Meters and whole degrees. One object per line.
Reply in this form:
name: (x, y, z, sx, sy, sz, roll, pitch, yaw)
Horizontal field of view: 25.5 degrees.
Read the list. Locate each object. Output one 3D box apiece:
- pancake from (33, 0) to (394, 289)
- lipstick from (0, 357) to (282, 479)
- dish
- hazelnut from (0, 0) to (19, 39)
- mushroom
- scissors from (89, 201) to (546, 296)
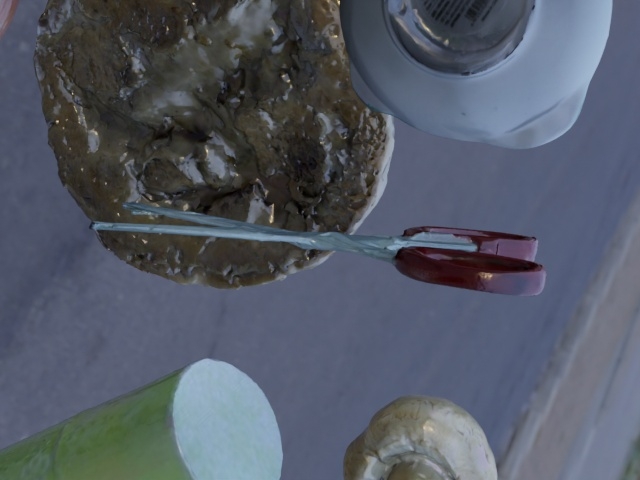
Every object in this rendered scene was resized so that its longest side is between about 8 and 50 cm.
pancake: (-0.099, -0.132, 1.273, 0.082, 0.387, 0.387, -37, 144, -54)
lipstick: (-0.155, 0.140, 0.663, 0.076, 0.304, 0.076, 37, 40, -39)
dish: (0.113, -0.174, 0.973, 0.246, 0.224, 0.078, -38, 176, 16)
hazelnut: (-0.424, -0.268, 1.485, 0.176, 0.214, 0.214, -101, -154, -72)
mushroom: (0.093, 0.212, 1.323, 0.112, 0.148, 0.148, -64, 166, -50)
scissors: (0.000, 0.000, 0.795, 0.144, 0.247, 0.017, -53, 149, -80)
